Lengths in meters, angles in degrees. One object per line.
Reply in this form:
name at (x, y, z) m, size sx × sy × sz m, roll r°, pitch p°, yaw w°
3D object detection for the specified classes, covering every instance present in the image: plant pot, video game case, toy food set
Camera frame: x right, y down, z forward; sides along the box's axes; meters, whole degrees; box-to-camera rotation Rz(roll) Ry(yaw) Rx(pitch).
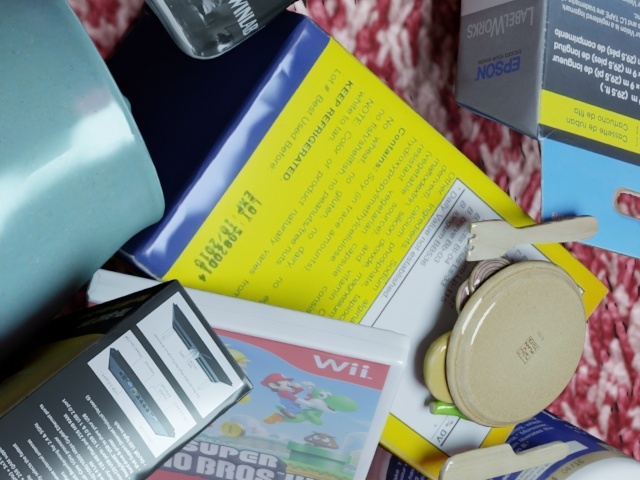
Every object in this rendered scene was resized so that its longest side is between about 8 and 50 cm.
plant pot at (-0.241, -0.034, 1.043) m, size 0.255 × 0.271 × 0.271 m, roll -29°, pitch 120°, yaw -11°
video game case at (-0.062, 0.121, 1.227) m, size 0.204 × 0.285 × 0.025 m, roll 12°, pitch 57°, yaw -1°
toy food set at (0.129, 0.070, 1.249) m, size 0.132 × 0.038 × 0.192 m, roll -6°, pitch 111°, yaw -33°

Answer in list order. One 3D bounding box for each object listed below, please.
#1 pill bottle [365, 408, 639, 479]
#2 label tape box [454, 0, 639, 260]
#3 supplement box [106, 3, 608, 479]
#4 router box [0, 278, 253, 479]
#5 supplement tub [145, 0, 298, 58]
pill bottle at (0.138, 0.197, 1.403) m, size 0.153 × 0.265 × 0.153 m, roll -13°, pitch 113°, yaw -31°
label tape box at (0.223, -0.140, 1.373) m, size 0.241 × 0.106 × 0.333 m, roll 14°, pitch 75°, yaw -36°
supplement box at (0.000, 0.000, 1.288) m, size 0.356 × 0.195 × 0.194 m, roll 39°, pitch 83°, yaw -35°
router box at (-0.207, 0.140, 1.059) m, size 0.243 × 0.309 × 0.081 m, roll -39°, pitch 100°, yaw -27°
supplement tub at (0.004, -0.281, 1.080) m, size 0.338 × 0.207 × 0.207 m, roll -35°, pitch 123°, yaw -2°
